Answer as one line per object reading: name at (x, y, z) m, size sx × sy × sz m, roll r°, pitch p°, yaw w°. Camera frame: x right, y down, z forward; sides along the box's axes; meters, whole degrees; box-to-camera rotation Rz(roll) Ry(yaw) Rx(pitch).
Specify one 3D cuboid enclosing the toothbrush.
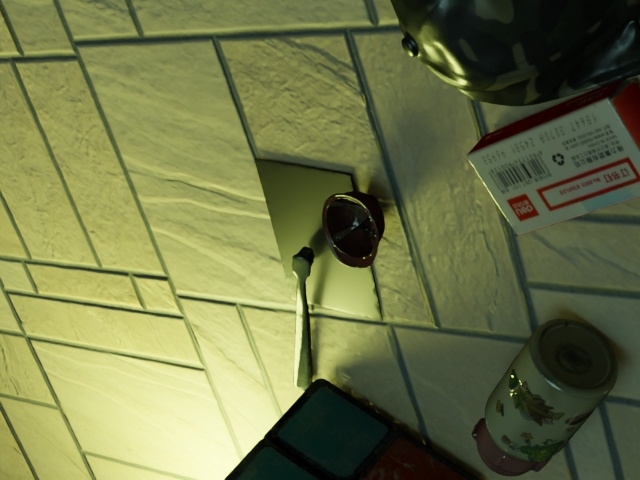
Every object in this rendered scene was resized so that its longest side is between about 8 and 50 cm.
toothbrush at (-0.025, 0.123, 1.951) m, size 0.030 × 0.030 × 0.297 m, roll 18°, pitch 136°, yaw 17°

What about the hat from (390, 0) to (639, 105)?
hat at (0.215, -0.323, 1.250) m, size 0.366 × 0.257 × 0.382 m, roll 43°, pitch 160°, yaw 3°

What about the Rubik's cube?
Rubik's cube at (0.012, 0.460, 1.972) m, size 0.316 × 0.318 × 0.313 m, roll 31°, pitch 138°, yaw 17°

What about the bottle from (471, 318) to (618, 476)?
bottle at (0.279, 0.216, 1.690) m, size 0.120 × 0.120 × 0.253 m, roll 37°, pitch 141°, yaw 13°

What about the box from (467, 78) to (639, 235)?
box at (0.284, -0.091, 1.484) m, size 0.229 × 0.050 × 0.123 m, roll -22°, pitch 108°, yaw 48°

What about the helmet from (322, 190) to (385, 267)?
helmet at (0.053, -0.024, 1.741) m, size 0.089 × 0.057 × 0.111 m, roll 14°, pitch 126°, yaw 29°

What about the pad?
pad at (0.000, 0.000, 1.849) m, size 0.170 × 0.006 × 0.246 m, roll 12°, pitch 129°, yaw 36°
